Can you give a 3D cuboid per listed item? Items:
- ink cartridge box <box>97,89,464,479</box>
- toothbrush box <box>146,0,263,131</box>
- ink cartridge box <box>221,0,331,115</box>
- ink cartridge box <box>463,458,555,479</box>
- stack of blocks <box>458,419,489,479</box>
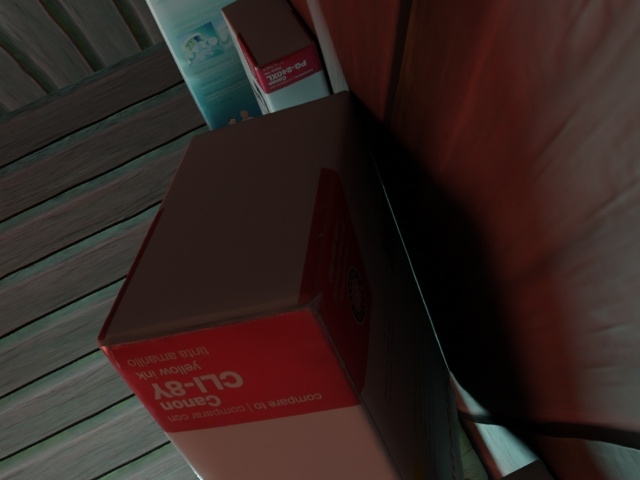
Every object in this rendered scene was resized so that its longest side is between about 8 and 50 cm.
[{"bbox_3d":[0.006,0.112,0.638,0.279,0.161,0.384,-82,-27,-52],"label":"ink cartridge box"},{"bbox_3d":[-0.157,-0.305,0.960,0.216,0.126,0.295,61,176,44],"label":"toothbrush box"},{"bbox_3d":[-0.035,-0.161,0.733,0.109,0.063,0.150,61,175,37],"label":"ink cartridge box"},{"bbox_3d":[0.166,0.249,0.554,0.143,0.090,0.092,-120,5,-57],"label":"ink cartridge box"},{"bbox_3d":[0.152,0.367,0.966,0.171,0.087,0.297,-37,78,52],"label":"stack of blocks"}]
